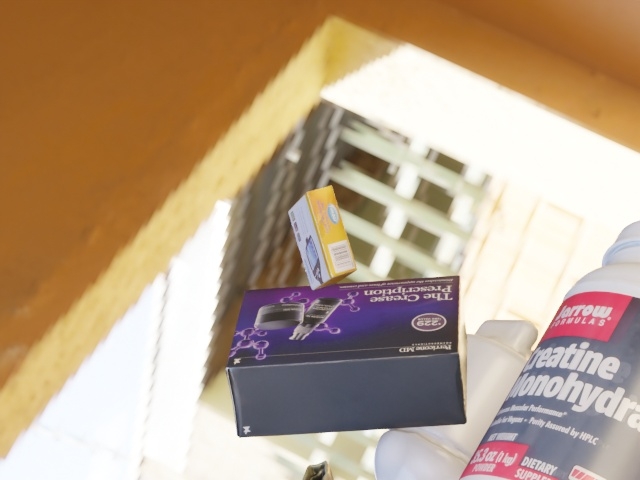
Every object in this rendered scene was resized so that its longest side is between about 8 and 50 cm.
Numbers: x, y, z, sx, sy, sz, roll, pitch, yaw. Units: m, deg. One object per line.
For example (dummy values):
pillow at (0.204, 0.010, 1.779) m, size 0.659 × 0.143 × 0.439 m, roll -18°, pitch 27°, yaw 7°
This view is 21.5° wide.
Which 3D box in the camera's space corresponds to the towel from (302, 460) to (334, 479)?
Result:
towel at (0.007, 0.444, 1.767) m, size 0.312 × 0.056 × 0.324 m, roll -59°, pitch -44°, yaw -52°

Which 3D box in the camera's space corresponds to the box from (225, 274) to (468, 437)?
box at (0.036, 0.131, 1.939) m, size 0.184 × 0.261 × 0.103 m, roll -82°, pitch -14°, yaw -60°

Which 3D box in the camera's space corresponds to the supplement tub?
supplement tub at (0.231, 0.139, 1.226) m, size 0.272 × 0.191 × 0.191 m, roll -57°, pitch -13°, yaw -21°

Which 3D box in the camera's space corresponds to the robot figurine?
robot figurine at (0.210, 0.276, 2.411) m, size 0.353 × 0.300 × 0.200 m, roll -53°, pitch 20°, yaw -22°

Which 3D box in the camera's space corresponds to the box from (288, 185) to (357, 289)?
box at (0.000, 0.000, 1.558) m, size 0.136 × 0.028 × 0.081 m, roll 139°, pitch 114°, yaw -80°
